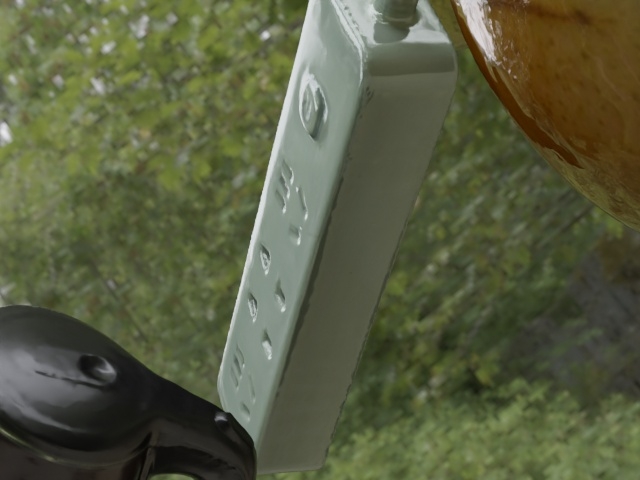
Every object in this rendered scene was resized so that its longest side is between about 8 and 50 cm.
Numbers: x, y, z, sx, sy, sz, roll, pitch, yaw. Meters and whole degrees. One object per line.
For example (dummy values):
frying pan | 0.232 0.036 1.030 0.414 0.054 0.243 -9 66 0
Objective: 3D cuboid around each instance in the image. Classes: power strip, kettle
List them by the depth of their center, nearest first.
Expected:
kettle | -0.151 0.153 0.693 0.202 0.144 0.232 25 -62 -18
power strip | 0.000 0.000 0.829 0.062 0.091 0.385 -5 -42 -20

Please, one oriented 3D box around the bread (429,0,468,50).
bread | 0.136 -0.237 1.130 0.270 0.148 0.270 -17 9 3

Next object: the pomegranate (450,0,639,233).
pomegranate | 0.197 -0.119 0.452 0.319 0.319 0.319 -33 -20 -14
